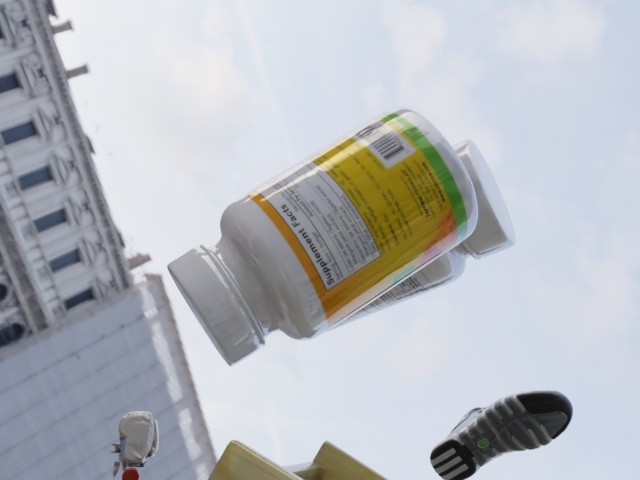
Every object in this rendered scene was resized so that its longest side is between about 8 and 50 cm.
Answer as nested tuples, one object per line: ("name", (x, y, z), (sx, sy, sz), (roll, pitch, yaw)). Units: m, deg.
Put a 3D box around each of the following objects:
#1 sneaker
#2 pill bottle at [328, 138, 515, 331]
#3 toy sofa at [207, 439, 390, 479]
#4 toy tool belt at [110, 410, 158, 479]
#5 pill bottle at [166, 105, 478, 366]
("sneaker", (0.271, 0.268, 1.125), (0.228, 0.132, 0.086), (-33, -92, 23))
("pill bottle", (0.077, -0.003, 0.907), (0.283, 0.160, 0.160), (-24, -84, 20))
("toy sofa", (-0.011, 0.286, 0.656), (0.150, 0.177, 0.362), (28, -7, 17))
("toy tool belt", (-0.213, 0.238, 0.859), (0.051, 0.052, 0.083), (129, -34, -63))
("pill bottle", (0.000, 0.000, 0.647), (0.136, 0.245, 0.136), (53, -14, 19))
